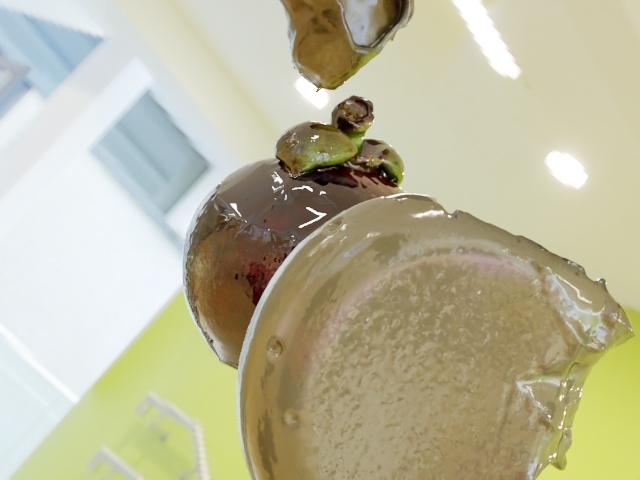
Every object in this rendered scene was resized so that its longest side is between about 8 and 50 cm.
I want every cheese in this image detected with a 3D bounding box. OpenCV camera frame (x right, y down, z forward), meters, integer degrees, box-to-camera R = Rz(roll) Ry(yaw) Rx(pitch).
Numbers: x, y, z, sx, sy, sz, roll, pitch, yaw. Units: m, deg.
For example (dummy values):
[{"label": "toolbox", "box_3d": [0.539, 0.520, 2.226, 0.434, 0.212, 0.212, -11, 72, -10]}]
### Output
[{"label": "cheese", "box_3d": [0.043, 0.081, 0.709, 0.175, 0.202, 0.091, 24, 6, -2]}]

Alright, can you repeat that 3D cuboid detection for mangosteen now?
[{"label": "mangosteen", "box_3d": [-0.007, 0.010, 1.118, 0.216, 0.216, 0.216, 38, -14, 11]}]

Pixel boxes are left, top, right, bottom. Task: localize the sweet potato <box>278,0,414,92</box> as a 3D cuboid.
[{"label": "sweet potato", "box_3d": [-0.048, -0.179, 0.410, 0.085, 0.112, 0.286, 7, -54, 62]}]
